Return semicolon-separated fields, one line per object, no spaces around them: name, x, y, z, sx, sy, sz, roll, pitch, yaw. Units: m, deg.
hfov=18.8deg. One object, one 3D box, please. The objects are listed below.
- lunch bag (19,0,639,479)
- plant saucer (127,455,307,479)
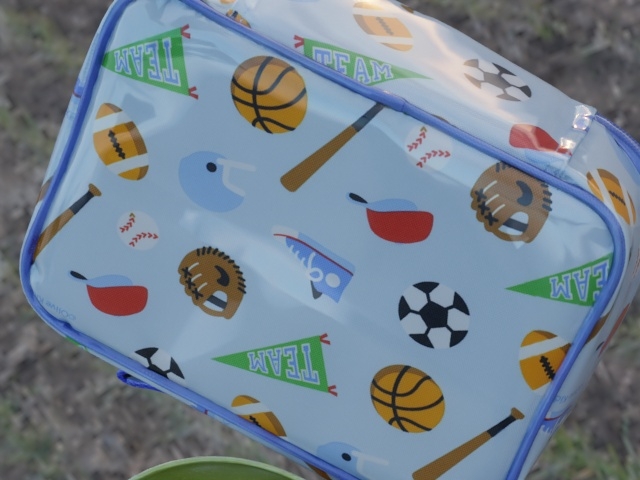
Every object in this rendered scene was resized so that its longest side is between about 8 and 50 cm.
lunch bag;0.000;0.000;0.978;0.303;0.243;0.115;28;32;9
plant saucer;-0.035;0.227;1.022;0.241;0.241;0.037;-8;5;27
